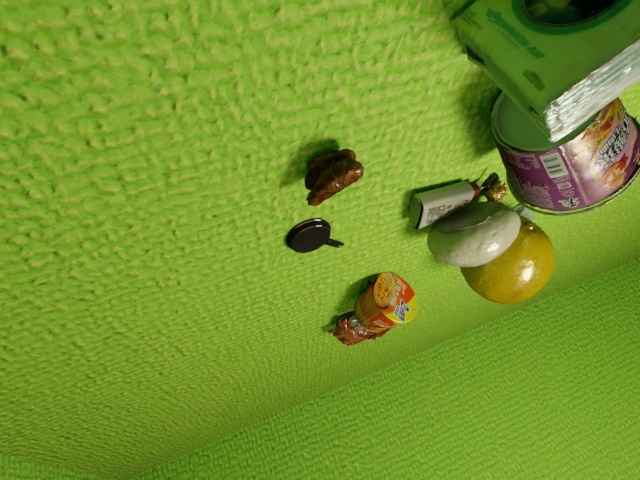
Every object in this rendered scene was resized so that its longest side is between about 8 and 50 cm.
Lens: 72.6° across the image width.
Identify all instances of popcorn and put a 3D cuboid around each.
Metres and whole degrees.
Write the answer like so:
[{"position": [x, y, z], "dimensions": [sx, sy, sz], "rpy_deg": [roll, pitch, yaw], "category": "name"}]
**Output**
[{"position": [0.591, -0.161, 1.457], "dimensions": [0.082, 0.057, 0.083], "rpy_deg": [-3, 140, -36], "category": "popcorn"}]

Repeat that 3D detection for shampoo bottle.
[{"position": [0.412, -0.133, 1.351], "dimensions": [0.284, 0.071, 0.153], "rpy_deg": [-23, 153, -12], "category": "shampoo bottle"}, {"position": [0.816, -0.098, 1.741], "dimensions": [0.191, 0.041, 0.069], "rpy_deg": [13, 126, -48], "category": "shampoo bottle"}]

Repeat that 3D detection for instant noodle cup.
[{"position": [0.581, -0.265, 1.069], "dimensions": [0.340, 0.339, 0.266], "rpy_deg": [-40, 136, 21], "category": "instant noodle cup"}, {"position": [0.242, 0.252, 1.698], "dimensions": [0.213, 0.213, 0.174], "rpy_deg": [-3, 151, -35], "category": "instant noodle cup"}]

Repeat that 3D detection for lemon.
[{"position": [0.689, 0.066, 1.620], "dimensions": [0.348, 0.348, 0.348], "rpy_deg": [-19, 149, -12], "category": "lemon"}]

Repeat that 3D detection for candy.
[{"position": [0.495, -0.017, 1.421], "dimensions": [0.296, 0.185, 0.295], "rpy_deg": [-19, -166, 5], "category": "candy"}]

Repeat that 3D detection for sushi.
[{"position": [0.195, 0.372, 1.914], "dimensions": [0.332, 0.130, 0.124], "rpy_deg": [-7, 140, -40], "category": "sushi"}]

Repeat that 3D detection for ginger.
[{"position": [0.018, -0.154, 0.990], "dimensions": [0.162, 0.103, 0.073], "rpy_deg": [-32, 147, 28], "category": "ginger"}]

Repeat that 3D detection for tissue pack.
[{"position": [0.484, -0.410, 0.765], "dimensions": [0.388, 0.287, 0.162], "rpy_deg": [-38, 152, 18], "category": "tissue pack"}]

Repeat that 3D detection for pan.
[{"position": [0.000, 0.000, 1.276], "dimensions": [0.136, 0.028, 0.235], "rpy_deg": [-41, 147, 24], "category": "pan"}]
